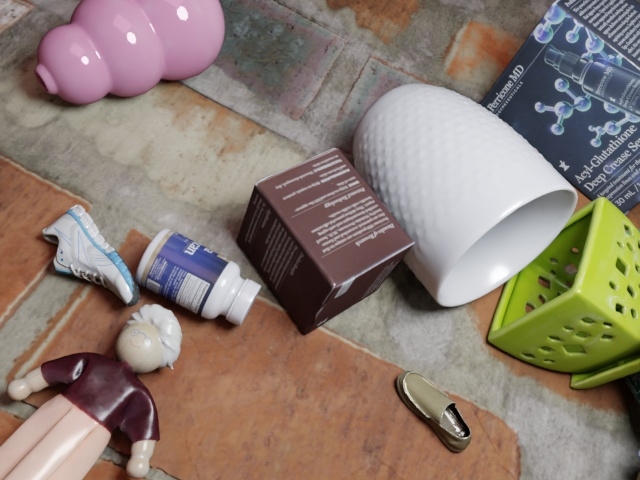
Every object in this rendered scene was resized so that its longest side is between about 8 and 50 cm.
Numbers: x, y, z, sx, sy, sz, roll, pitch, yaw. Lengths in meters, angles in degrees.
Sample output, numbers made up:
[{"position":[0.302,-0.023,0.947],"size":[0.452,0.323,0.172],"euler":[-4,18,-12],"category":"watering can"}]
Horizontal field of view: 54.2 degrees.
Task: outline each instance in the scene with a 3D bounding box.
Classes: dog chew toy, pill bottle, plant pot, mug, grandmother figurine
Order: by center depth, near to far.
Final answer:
[{"position":[-0.295,0.222,0.791],"size":[0.208,0.104,0.342],"euler":[38,57,-4],"category":"grandmother figurine"},{"position":[-0.179,0.059,0.933],"size":[0.169,0.094,0.094],"euler":[28,54,-1],"category":"pill bottle"},{"position":[0.453,0.105,1.049],"size":[0.207,0.228,0.227],"euler":[35,54,-3],"category":"plant pot"},{"position":[-0.330,-0.344,1.080],"size":[0.332,0.206,0.206],"euler":[-37,76,-25],"category":"dog chew toy"},{"position":[0.247,-0.104,1.091],"size":[0.374,0.276,0.328],"euler":[-7,51,-41],"category":"mug"}]

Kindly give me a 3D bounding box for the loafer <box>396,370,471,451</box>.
[{"position":[0.180,0.255,0.960],"size":[0.148,0.050,0.056],"euler":[45,56,11],"category":"loafer"}]

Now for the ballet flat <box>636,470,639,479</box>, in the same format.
[{"position":[0.573,0.366,1.016],"size":[0.073,0.067,0.206],"euler":[40,56,5],"category":"ballet flat"}]

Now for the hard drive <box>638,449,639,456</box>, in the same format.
[{"position":[0.670,0.352,0.949],"size":[0.318,0.210,0.040],"euler":[40,9,-11],"category":"hard drive"}]

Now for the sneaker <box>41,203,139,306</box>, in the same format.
[{"position":[-0.339,0.036,0.916],"size":[0.083,0.071,0.190],"euler":[-35,67,-26],"category":"sneaker"}]

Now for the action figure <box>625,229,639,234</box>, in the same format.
[{"position":[0.630,0.093,1.210],"size":[0.137,0.063,0.232],"euler":[-2,67,-22],"category":"action figure"}]

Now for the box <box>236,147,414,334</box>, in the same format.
[{"position":[0.000,0.000,0.985],"size":[0.167,0.168,0.203],"euler":[-28,72,-32],"category":"box"}]

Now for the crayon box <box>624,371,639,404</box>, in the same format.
[{"position":[0.678,0.266,1.059],"size":[0.318,0.081,0.202],"euler":[21,26,-7],"category":"crayon box"}]

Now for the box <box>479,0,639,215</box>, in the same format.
[{"position":[0.594,-0.296,1.300],"size":[0.395,0.293,0.212],"euler":[43,55,10],"category":"box"}]
